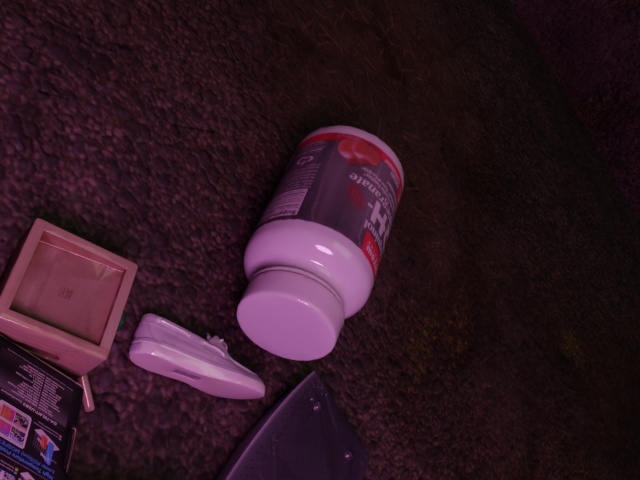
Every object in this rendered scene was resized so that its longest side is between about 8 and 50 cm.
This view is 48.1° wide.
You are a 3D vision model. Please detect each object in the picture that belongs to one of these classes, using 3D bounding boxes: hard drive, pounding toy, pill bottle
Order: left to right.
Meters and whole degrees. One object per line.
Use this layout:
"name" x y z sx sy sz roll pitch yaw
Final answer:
"pounding toy" -0.256 0.079 0.718 0.141 0.100 0.130 29 50 -26
"hard drive" -0.040 0.300 0.886 0.172 0.054 0.254 59 38 -12
"pill bottle" 0.000 0.000 0.983 0.176 0.176 0.318 47 42 -25

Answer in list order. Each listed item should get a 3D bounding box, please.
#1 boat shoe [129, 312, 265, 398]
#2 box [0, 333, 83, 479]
"boat shoe" -0.139 0.138 0.847 0.184 0.066 0.063 26 54 -29
"box" -0.320 0.148 0.509 0.295 0.073 0.293 44 16 -29
